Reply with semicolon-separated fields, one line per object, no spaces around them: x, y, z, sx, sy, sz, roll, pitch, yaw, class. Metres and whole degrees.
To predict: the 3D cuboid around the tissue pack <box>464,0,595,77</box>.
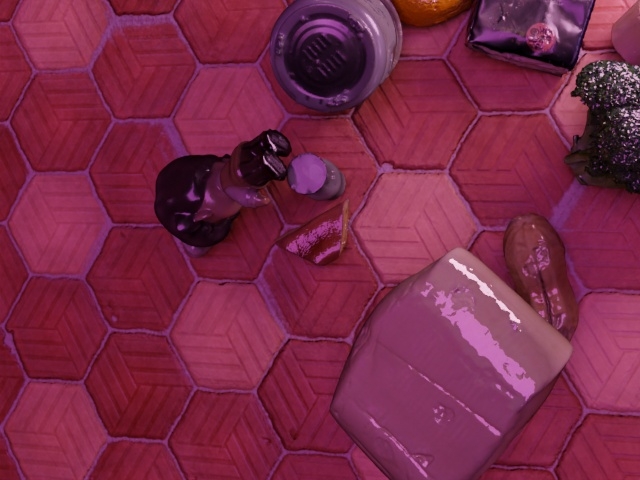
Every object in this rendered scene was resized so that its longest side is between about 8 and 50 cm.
0.456;-0.534;1.758;0.245;0.123;0.332;17;91;2;tissue pack

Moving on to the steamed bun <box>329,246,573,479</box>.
0.253;0.266;1.686;0.371;0.290;0.456;44;112;17;steamed bun

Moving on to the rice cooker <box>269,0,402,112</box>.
0.034;-0.414;1.777;0.264;0.316;0.316;13;90;6;rice cooker

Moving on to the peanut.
0.457;0.085;1.734;0.130;0.130;0.290;-14;86;12;peanut

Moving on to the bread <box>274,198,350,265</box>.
0.000;0.000;1.872;0.192;0.067;0.119;-28;73;9;bread

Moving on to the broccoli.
0.612;-0.217;1.659;0.275;0.308;0.307;-27;79;49;broccoli

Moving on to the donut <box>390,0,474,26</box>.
0.239;-0.592;1.830;0.254;0.118;0.253;0;79;-2;donut

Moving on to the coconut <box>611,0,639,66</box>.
0.670;-0.419;1.700;0.147;0.152;0.147;6;66;-13;coconut

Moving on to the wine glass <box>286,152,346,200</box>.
-0.003;-0.133;1.811;0.093;0.202;0.092;0;89;15;wine glass

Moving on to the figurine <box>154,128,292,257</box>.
-0.197;-0.115;1.828;0.365;0.206;0.218;-16;64;30;figurine
